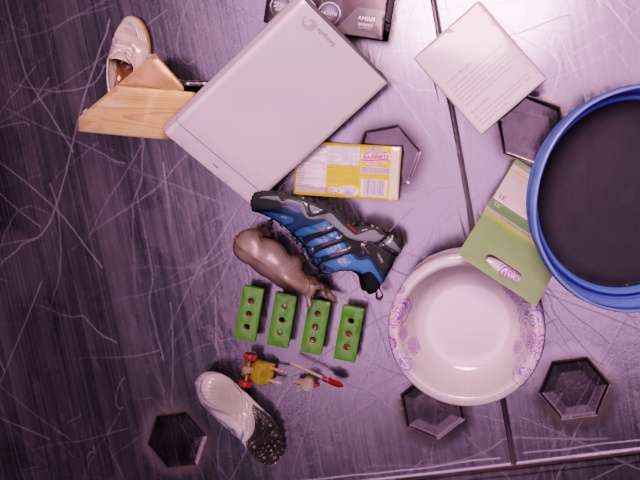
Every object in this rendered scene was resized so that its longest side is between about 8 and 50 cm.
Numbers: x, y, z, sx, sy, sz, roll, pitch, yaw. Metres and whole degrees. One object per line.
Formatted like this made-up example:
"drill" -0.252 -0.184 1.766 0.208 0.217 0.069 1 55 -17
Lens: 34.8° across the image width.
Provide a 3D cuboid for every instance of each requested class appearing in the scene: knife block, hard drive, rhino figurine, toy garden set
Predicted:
"knife block" -0.287 -0.224 1.955 0.275 0.088 0.242 -40 100 1
"hard drive" -0.082 -0.252 1.884 0.353 0.047 0.233 -42 120 15
"rhino figurine" -0.068 0.055 1.974 0.243 0.106 0.073 36 103 4
"toy garden set" -0.047 0.206 2.024 0.244 0.049 0.204 11 98 8

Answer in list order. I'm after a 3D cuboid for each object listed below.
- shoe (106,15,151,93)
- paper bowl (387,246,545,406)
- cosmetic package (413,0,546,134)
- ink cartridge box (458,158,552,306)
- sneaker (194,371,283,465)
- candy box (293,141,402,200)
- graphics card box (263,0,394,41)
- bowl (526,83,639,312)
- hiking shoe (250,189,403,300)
"shoe" -0.379 -0.330 2.003 0.076 0.058 0.219 8 100 10
"paper bowl" 0.273 0.154 1.902 0.284 0.148 0.284 2 99 10
"cosmetic package" 0.286 -0.307 1.831 0.151 0.151 0.184 -40 90 13
"ink cartridge box" 0.369 -0.019 1.829 0.171 0.235 0.056 34 141 4
"sneaker" -0.161 0.354 2.060 0.085 0.086 0.237 -43 101 -14
"candy box" 0.052 -0.134 1.964 0.205 0.027 0.105 5 95 11
"graphics card box" 0.037 -0.564 1.873 0.232 0.094 0.371 11 101 8
"bowl" 0.535 -0.073 1.747 0.391 0.077 0.391 -2 102 -10
"hiking shoe" 0.000 0.000 1.922 0.304 0.113 0.132 22 88 -2
